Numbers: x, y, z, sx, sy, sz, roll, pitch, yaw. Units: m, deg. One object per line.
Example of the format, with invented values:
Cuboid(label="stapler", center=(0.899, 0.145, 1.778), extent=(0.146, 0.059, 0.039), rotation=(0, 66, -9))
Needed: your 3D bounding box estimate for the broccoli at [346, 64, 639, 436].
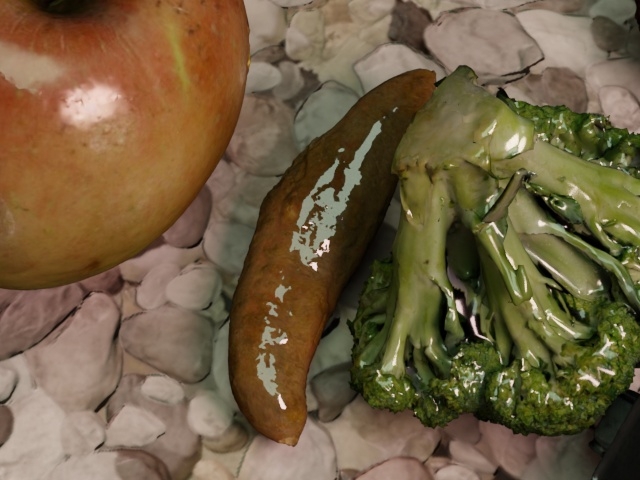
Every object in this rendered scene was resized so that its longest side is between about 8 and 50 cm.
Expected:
Cuboid(label="broccoli", center=(0.158, 0.006, 1.434), extent=(0.304, 0.283, 0.321), rotation=(7, 56, 38))

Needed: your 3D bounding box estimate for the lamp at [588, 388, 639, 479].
Cuboid(label="lamp", center=(0.336, 0.215, 1.321), extent=(0.272, 0.374, 0.205), rotation=(27, 96, -4))

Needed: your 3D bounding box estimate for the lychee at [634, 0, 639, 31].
Cuboid(label="lychee", center=(0.386, -0.216, 1.566), extent=(0.260, 0.260, 0.260), rotation=(0, 62, 0))

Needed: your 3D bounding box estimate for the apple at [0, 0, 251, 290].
Cuboid(label="apple", center=(-0.219, -0.126, 1.501), extent=(0.338, 0.305, 0.338), rotation=(4, 57, -6))

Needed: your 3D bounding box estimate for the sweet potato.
Cuboid(label="sweet potato", center=(-0.004, 0.001, 1.542), extent=(0.114, 0.092, 0.341), rotation=(9, 67, 39))
